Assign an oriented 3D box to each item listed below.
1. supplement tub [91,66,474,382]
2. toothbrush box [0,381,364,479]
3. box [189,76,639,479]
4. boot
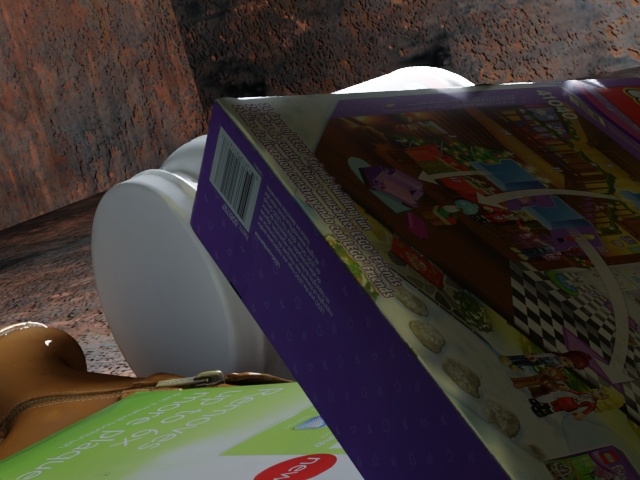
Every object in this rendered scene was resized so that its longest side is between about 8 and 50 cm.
[{"bbox_3d":[0.000,0.000,1.212,0.272,0.191,0.191,-22,11,-33],"label":"supplement tub"},{"bbox_3d":[-0.028,0.138,0.638,0.283,0.122,0.206,-6,13,42],"label":"toothbrush box"},{"bbox_3d":[0.109,0.048,0.536,0.201,0.057,0.293,-6,38,-28],"label":"box"},{"bbox_3d":[-0.119,0.103,1.045,0.220,0.109,0.283,-16,11,12],"label":"boot"}]
